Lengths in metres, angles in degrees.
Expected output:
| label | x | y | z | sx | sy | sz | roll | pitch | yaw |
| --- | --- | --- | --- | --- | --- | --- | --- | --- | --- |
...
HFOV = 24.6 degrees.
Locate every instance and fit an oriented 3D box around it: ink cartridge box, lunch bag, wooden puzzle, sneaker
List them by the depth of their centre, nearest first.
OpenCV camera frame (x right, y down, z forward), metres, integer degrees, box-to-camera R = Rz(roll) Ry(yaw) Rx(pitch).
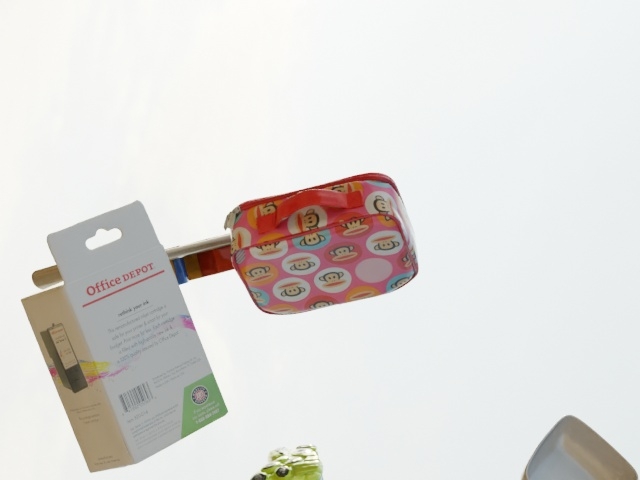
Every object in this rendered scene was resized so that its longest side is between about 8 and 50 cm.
| label | x | y | z | sx | sy | sz | roll | pitch | yaw |
| --- | --- | --- | --- | --- | --- | --- | --- | --- | --- |
| ink cartridge box | -0.302 | 0.140 | 2.182 | 0.119 | 0.207 | 0.353 | -17 | -85 | 44 |
| sneaker | -0.036 | 0.382 | 2.202 | 0.295 | 0.109 | 0.124 | -19 | 98 | -84 |
| lunch bag | 0.000 | 0.000 | 2.373 | 0.258 | 0.293 | 0.120 | 65 | 15 | -54 |
| wooden puzzle | -0.273 | 0.049 | 2.545 | 0.322 | 0.348 | 0.080 | -13 | -93 | 47 |

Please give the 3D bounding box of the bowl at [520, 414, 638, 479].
| label | x | y | z | sx | sy | sz | roll | pitch | yaw |
| --- | --- | --- | --- | --- | --- | --- | --- | --- | --- |
| bowl | 0.335 | 0.320 | 1.941 | 0.142 | 0.142 | 0.053 | 41 | -39 | 5 |
